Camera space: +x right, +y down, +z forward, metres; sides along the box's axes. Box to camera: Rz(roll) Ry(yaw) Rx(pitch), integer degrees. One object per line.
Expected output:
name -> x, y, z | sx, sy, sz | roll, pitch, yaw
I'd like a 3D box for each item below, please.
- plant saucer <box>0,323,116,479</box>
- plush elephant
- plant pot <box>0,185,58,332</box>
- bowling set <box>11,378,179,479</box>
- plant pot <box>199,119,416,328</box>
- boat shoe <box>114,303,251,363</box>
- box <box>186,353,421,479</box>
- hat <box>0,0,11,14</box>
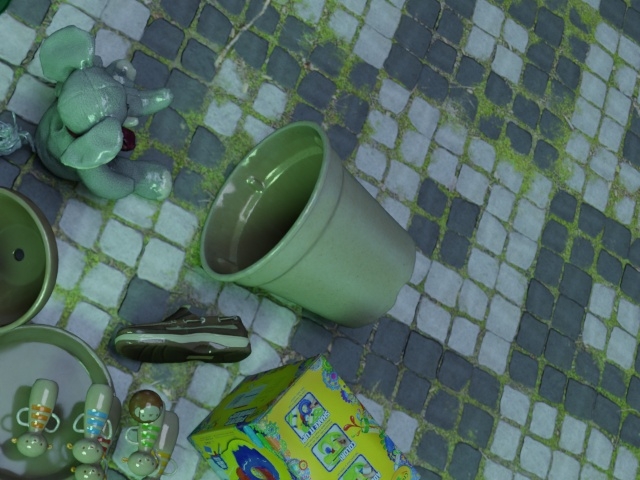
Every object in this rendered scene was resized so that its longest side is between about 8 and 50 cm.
plant saucer -> -0.475, 0.277, 1.854 | 0.277, 0.041, 0.278 | 8, 72, -28
plush elephant -> -0.373, -0.214, 1.900 | 0.330, 0.255, 0.272 | -8, 80, -39
plant pot -> -0.519, 0.028, 1.826 | 0.237, 0.237, 0.110 | 69, 16, 2
bowling set -> -0.335, 0.317, 1.793 | 0.287, 0.200, 0.154 | 18, 69, -22
plant pot -> 0.000, 0.000, 2.068 | 0.305, 0.334, 0.334 | 36, 61, -30
boat shoe -> -0.249, 0.164, 1.998 | 0.257, 0.095, 0.095 | 9, 59, -35
box -> -0.033, 0.374, 1.939 | 0.279, 0.290, 0.177 | 51, 58, -8
hat -> -0.591, -0.503, 1.911 | 0.173, 0.183, 0.209 | -17, 86, -32
